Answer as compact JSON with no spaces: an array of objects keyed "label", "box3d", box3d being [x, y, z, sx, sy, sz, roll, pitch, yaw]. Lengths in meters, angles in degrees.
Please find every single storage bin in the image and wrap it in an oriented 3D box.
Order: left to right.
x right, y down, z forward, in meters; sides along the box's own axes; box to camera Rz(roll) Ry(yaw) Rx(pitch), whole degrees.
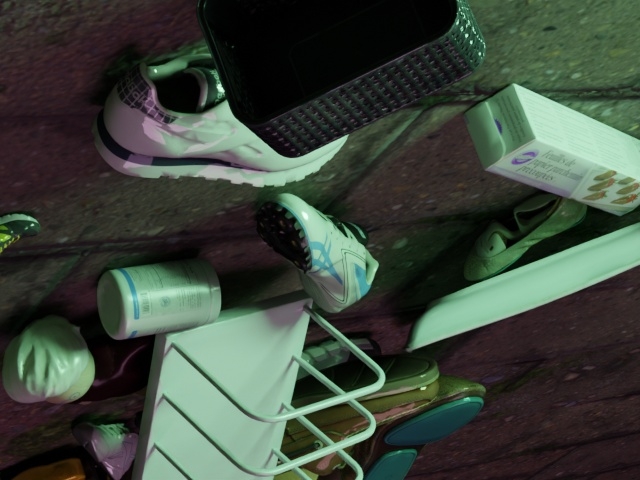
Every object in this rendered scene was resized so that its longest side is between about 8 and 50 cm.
[{"label":"storage bin","box3d":[0.015,-0.154,1.259,0.180,0.122,0.084,-25,159,13]}]

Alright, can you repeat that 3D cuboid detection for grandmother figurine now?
[{"label":"grandmother figurine","box3d":[-0.198,0.133,1.820,0.208,0.104,0.342,-42,155,26]}]

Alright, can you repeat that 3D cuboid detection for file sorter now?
[{"label":"file sorter","box3d":[-0.064,0.227,1.796,0.193,0.173,0.277,-14,128,-39]}]

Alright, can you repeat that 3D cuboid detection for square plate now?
[{"label":"square plate","box3d":[0.253,0.050,2.001,0.347,0.049,0.344,-21,177,1]}]

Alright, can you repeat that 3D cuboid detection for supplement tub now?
[{"label":"supplement tub","box3d":[-0.160,0.057,1.698,0.107,0.071,0.071,-8,156,-30]}]

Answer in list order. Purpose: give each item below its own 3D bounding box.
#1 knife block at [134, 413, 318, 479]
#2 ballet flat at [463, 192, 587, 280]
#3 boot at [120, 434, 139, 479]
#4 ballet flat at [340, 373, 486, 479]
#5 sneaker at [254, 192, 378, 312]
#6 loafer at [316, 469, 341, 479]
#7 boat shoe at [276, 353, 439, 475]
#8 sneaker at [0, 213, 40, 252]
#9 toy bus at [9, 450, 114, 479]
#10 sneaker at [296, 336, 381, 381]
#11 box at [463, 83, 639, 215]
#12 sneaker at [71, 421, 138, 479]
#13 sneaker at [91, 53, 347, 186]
[{"label":"knife block","box3d":[-0.106,0.231,2.183,0.088,0.242,0.275,-32,-162,42]},{"label":"ballet flat","box3d":[0.219,-0.014,1.926,0.168,0.057,0.052,-33,127,22]},{"label":"boot","box3d":[-0.161,0.298,2.249,0.219,0.106,0.082,-10,157,-26]},{"label":"ballet flat","box3d":[0.111,0.246,2.371,0.123,0.123,0.348,-8,153,-30]},{"label":"sneaker","box3d":[0.000,0.000,1.714,0.086,0.085,0.237,-47,156,-5]},{"label":"loafer","box3d":[-0.010,0.344,2.533,0.092,0.102,0.268,-24,169,5]},{"label":"boat shoe","box3d":[0.002,0.212,1.984,0.307,0.104,0.111,-14,-169,20]},{"label":"sneaker","box3d":[-0.281,0.000,1.490,0.083,0.035,0.031,-8,157,-29]},{"label":"toy bus","box3d":[-0.315,0.397,2.208,0.149,0.211,0.220,-21,158,5]},{"label":"sneaker","box3d":[-0.016,0.202,2.109,0.229,0.132,0.086,-11,158,-23]},{"label":"box","box3d":[0.254,-0.086,1.738,0.063,0.067,0.324,-31,158,26]},{"label":"sneaker","box3d":[-0.261,0.246,2.120,0.061,0.054,0.152,-42,157,-9]},{"label":"sneaker","box3d":[-0.063,-0.104,1.377,0.235,0.090,0.095,-7,146,-35]}]
